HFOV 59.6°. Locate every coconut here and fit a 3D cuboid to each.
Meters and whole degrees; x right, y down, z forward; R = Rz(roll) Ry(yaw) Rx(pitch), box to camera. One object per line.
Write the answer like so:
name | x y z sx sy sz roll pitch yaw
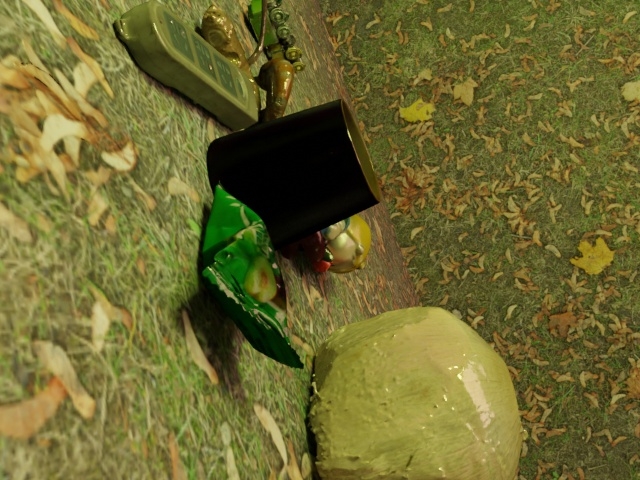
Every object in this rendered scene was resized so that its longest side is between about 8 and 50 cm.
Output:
coconut | 0.137 0.237 0.754 0.297 0.254 0.297 -18 90 -75

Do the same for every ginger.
ginger | -0.131 -0.270 0.849 0.069 0.051 0.173 -104 168 -56

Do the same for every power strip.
power strip | -0.152 -0.211 0.694 0.286 0.048 0.080 15 56 -72

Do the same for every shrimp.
shrimp | -0.087 -0.237 0.919 0.051 0.132 0.187 19 20 -20

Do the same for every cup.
cup | -0.033 -0.114 0.743 0.166 0.177 0.239 53 21 -50

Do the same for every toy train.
toy train | -0.092 -0.426 1.181 0.202 0.081 0.060 62 15 -59

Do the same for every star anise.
star anise | -0.129 -0.470 0.980 0.227 0.218 0.148 50 21 4

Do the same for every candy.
candy | -0.079 0.031 0.577 0.203 0.078 0.141 -109 -175 -64

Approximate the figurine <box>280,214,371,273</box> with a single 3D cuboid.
figurine | 0.013 0.003 0.914 0.234 0.127 0.185 75 17 -47
